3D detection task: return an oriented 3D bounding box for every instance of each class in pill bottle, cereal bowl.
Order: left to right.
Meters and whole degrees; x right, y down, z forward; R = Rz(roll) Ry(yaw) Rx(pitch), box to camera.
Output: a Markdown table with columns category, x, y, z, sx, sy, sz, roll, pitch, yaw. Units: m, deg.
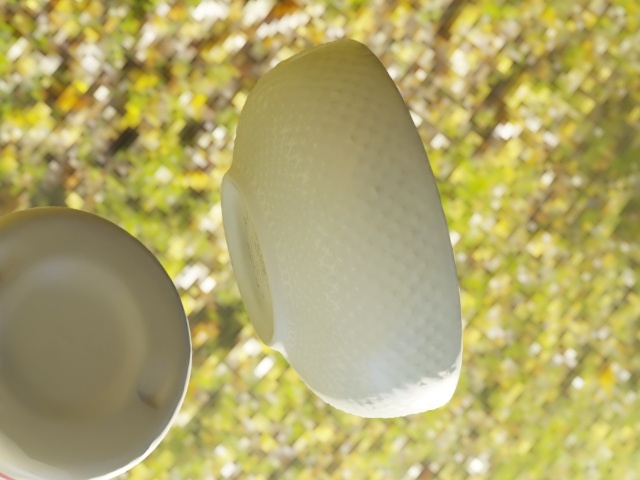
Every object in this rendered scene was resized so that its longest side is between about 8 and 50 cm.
| category | x | y | z | sx | sy | sz | roll | pitch | yaw |
| --- | --- | --- | --- | --- | --- | --- | --- | --- | --- |
| pill bottle | -0.209 | 0.086 | 1.204 | 0.160 | 0.160 | 0.283 | -33 | -175 | -33 |
| cereal bowl | 0.000 | 0.000 | 1.735 | 0.141 | 0.339 | 0.339 | -14 | 145 | -13 |
